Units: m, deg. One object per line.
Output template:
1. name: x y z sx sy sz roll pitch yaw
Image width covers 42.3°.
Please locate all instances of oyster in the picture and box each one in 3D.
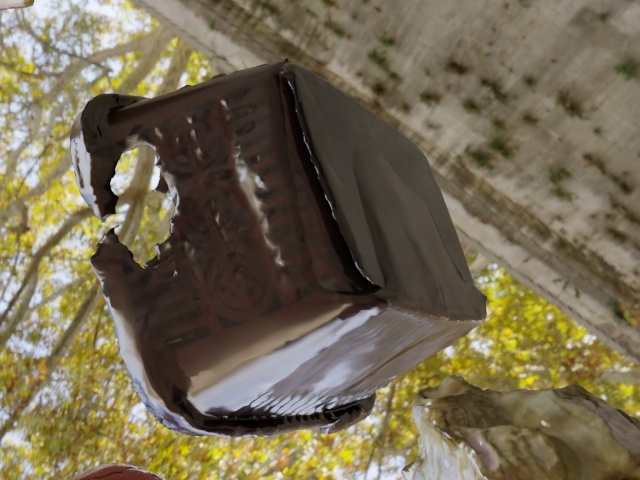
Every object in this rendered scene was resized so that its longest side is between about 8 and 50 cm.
1. oyster: 0.078 0.132 0.332 0.081 0.191 0.163 45 -165 -55

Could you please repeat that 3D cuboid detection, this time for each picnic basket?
1. picnic basket: 0.000 0.000 0.519 0.297 0.129 0.222 17 -130 -64

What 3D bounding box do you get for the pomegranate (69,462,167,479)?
1. pomegranate: -0.224 0.343 0.850 0.210 0.210 0.235 52 -153 14

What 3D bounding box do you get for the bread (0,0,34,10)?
1. bread: -0.355 -0.329 0.552 0.324 0.143 0.333 4 -122 -38
